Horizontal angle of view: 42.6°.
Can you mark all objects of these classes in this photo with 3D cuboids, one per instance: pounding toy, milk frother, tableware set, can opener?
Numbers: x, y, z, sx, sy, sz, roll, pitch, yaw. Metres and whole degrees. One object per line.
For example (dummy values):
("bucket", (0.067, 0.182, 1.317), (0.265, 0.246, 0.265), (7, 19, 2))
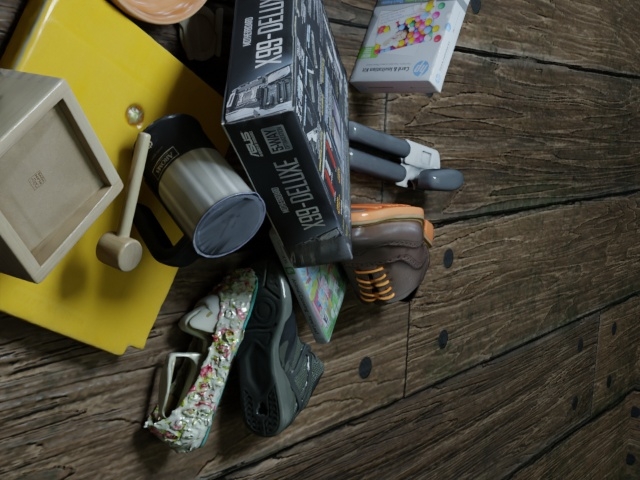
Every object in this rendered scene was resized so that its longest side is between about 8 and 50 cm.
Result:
("pounding toy", (-0.243, -0.050, 0.750), (0.181, 0.094, 0.206), (-57, 146, -32))
("milk frother", (-0.115, -0.042, 0.867), (0.143, 0.135, 0.129), (-2, 134, -47))
("tableware set", (-0.110, -0.288, 0.993), (0.168, 0.020, 0.141), (-12, 106, -50))
("can opener", (0.129, -0.124, 1.267), (0.283, 0.095, 0.076), (9, 89, -53))

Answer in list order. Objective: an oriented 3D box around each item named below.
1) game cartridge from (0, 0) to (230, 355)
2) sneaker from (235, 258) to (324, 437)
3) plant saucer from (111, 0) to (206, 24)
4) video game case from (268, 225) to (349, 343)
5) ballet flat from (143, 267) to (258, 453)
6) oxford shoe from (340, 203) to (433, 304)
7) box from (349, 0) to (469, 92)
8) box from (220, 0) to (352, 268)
("game cartridge", (-0.239, -0.064, 0.859), (0.285, 0.052, 0.324), (36, 71, -49))
("sneaker", (-0.057, 0.136, 1.102), (0.130, 0.087, 0.228), (-9, 93, -68))
("plant saucer", (-0.178, -0.327, 0.849), (0.200, 0.037, 0.200), (-19, 113, -53))
("video game case", (0.000, 0.000, 1.133), (0.212, 0.023, 0.193), (-68, 145, -48))
("ballet flat", (-0.144, 0.136, 0.993), (0.077, 0.091, 0.241), (26, 72, -28))
("oxford shoe", (0.089, 0.024, 1.153), (0.363, 0.130, 0.133), (17, 74, -66))
("box", (0.134, -0.305, 1.197), (0.038, 0.145, 0.186), (31, 74, -47))
("box", (-0.027, -0.162, 0.939), (0.242, 0.076, 0.307), (67, 18, -50))
